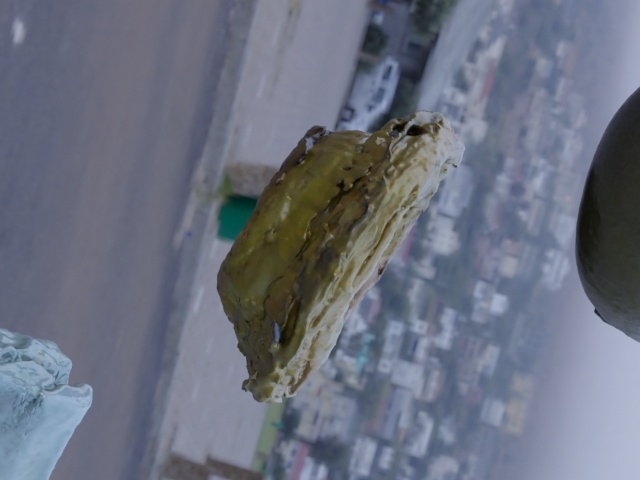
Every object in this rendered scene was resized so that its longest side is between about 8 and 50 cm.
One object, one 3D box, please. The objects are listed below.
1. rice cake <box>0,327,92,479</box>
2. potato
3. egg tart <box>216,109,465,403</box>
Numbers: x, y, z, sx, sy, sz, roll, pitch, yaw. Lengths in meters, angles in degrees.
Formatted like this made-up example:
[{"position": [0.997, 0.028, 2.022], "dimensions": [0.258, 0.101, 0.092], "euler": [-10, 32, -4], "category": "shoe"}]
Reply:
[{"position": [-0.209, 0.194, 0.645], "dimensions": [0.063, 0.066, 0.336], "euler": [47, -63, 49], "category": "rice cake"}, {"position": [0.249, -0.026, 0.795], "dimensions": [0.160, 0.178, 0.235], "euler": [-91, -171, -45], "category": "potato"}, {"position": [0.000, 0.000, 1.064], "dimensions": [0.294, 0.123, 0.294], "euler": [-55, 176, -6], "category": "egg tart"}]
